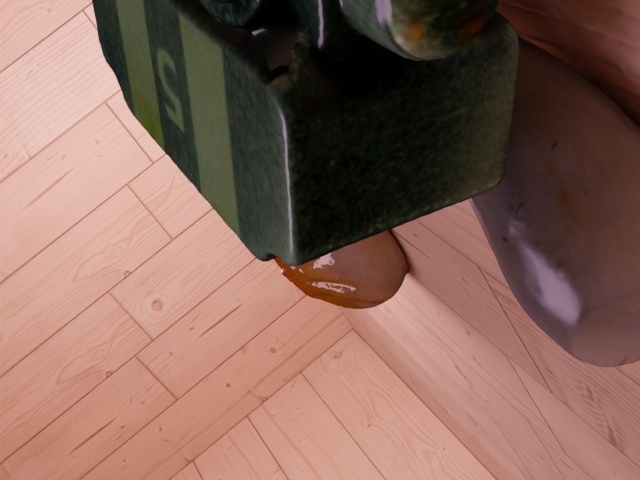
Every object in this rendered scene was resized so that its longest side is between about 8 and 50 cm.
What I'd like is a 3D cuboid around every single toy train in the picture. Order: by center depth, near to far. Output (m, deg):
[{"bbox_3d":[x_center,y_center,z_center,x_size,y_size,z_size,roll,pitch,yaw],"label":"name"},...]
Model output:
[{"bbox_3d":[-0.019,-0.136,0.491,0.299,0.166,0.238,48,149,44],"label":"toy train"}]

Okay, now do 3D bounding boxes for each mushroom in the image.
[{"bbox_3d":[0.116,-0.055,0.559,0.270,0.103,0.118,55,141,23],"label":"mushroom"}]

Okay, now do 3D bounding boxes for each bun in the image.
[{"bbox_3d":[0.000,0.000,1.544,0.299,0.164,0.299,51,176,5],"label":"bun"}]
